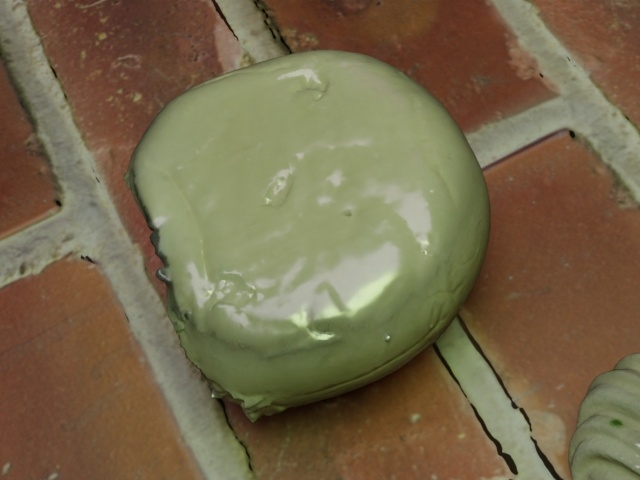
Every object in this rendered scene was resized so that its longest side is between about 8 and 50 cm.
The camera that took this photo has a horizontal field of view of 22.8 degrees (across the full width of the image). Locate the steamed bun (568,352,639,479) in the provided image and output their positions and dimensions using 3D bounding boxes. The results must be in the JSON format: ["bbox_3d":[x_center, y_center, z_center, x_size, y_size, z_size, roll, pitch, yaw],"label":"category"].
[{"bbox_3d":[0.291,0.169,1.322,0.183,0.106,0.183,-8,50,10],"label":"steamed bun"}]

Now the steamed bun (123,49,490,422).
[{"bbox_3d":[0.000,0.000,1.454,0.312,0.233,0.334,-14,59,2],"label":"steamed bun"}]
